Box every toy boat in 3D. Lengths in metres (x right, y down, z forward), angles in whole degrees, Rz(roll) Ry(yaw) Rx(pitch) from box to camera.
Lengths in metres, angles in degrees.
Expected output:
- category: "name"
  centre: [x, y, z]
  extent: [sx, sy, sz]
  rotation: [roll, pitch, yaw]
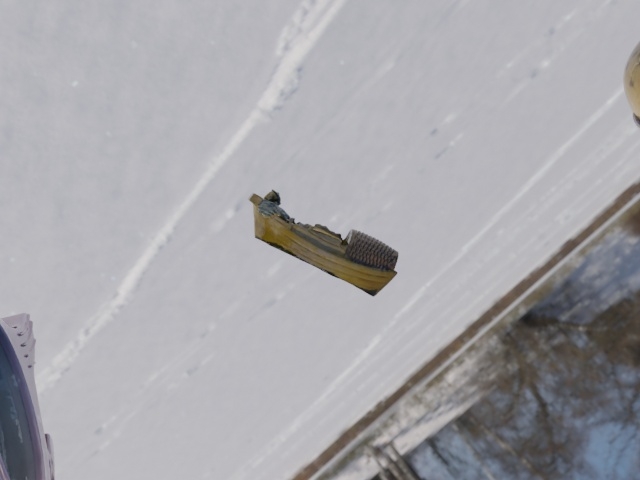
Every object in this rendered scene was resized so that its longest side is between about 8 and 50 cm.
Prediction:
- category: "toy boat"
  centre: [0.000, 0.000, 0.851]
  extent: [0.049, 0.149, 0.047]
  rotation: [-63, -173, 0]

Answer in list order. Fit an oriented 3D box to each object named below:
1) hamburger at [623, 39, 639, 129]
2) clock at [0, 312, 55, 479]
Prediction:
- category: "hamburger"
  centre: [0.291, -0.105, 0.664]
  extent: [0.175, 0.137, 0.175]
  rotation: [-32, -154, 18]
- category: "clock"
  centre: [-0.282, 0.107, 0.755]
  extent: [0.080, 0.276, 0.290]
  rotation: [-15, -163, -8]
